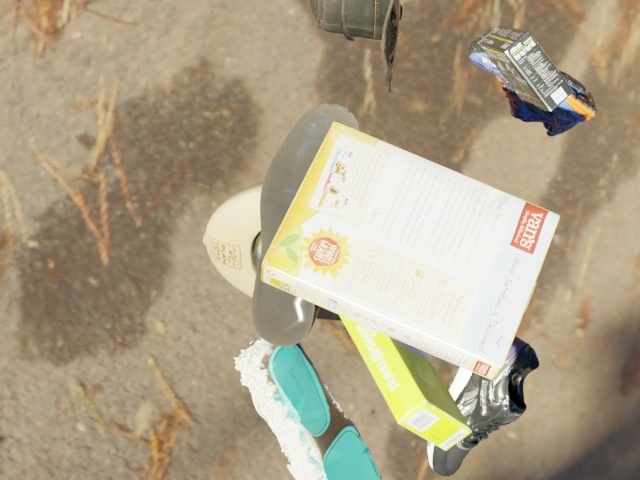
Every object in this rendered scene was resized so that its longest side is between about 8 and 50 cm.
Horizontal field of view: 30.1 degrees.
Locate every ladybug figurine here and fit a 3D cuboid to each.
[{"bbox_3d":[0.000,0.000,2.229,0.162,0.449,0.305,-66,159,-50],"label":"ladybug figurine"}]

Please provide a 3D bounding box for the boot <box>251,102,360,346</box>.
[{"bbox_3d":[-0.015,-0.024,1.503,0.115,0.112,0.305,-23,128,-74],"label":"boot"}]

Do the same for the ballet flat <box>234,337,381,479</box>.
[{"bbox_3d":[-0.019,0.330,2.022,0.147,0.147,0.409,-38,108,-39],"label":"ballet flat"}]

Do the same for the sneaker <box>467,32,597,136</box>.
[{"bbox_3d":[0.286,-0.209,1.660,0.221,0.083,0.087,29,123,-25],"label":"sneaker"}]

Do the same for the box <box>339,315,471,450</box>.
[{"bbox_3d":[0.083,0.127,1.250,0.042,0.178,0.109,-39,140,12],"label":"box"}]

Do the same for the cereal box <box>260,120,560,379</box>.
[{"bbox_3d":[0.086,0.007,1.126,0.047,0.240,0.173,102,13,-64],"label":"cereal box"}]

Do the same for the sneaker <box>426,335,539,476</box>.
[{"bbox_3d":[0.277,0.291,2.029,0.107,0.124,0.283,1,112,-55],"label":"sneaker"}]

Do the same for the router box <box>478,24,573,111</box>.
[{"bbox_3d":[0.242,-0.206,1.412,0.038,0.122,0.092,-41,106,3],"label":"router box"}]

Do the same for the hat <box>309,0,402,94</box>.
[{"bbox_3d":[0.045,-0.356,1.523,0.331,0.134,0.331,4,90,-85],"label":"hat"}]
